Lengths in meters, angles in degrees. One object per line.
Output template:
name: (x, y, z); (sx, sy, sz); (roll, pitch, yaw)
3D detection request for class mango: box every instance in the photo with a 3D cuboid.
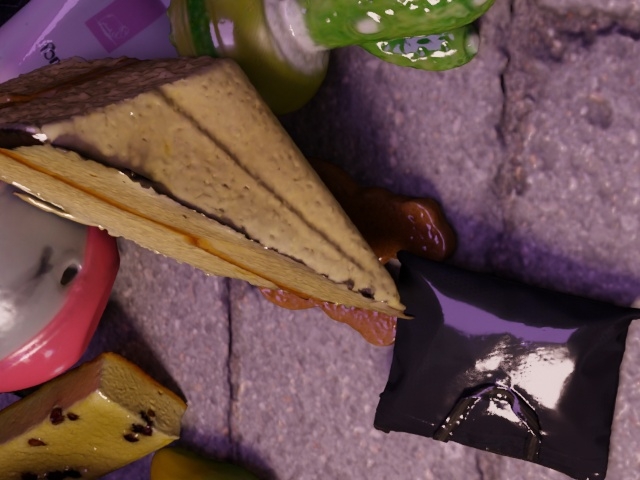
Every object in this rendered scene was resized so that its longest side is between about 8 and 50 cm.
mango: (-0.127, 0.325, 1.406); (0.191, 0.086, 0.122); (16, 119, 34)

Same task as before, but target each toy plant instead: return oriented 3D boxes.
toy plant: (0.026, -0.229, 1.132); (0.316, 0.224, 0.184); (-10, 53, 31)

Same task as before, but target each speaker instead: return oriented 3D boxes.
speaker: (-0.387, 0.027, 1.342); (0.294, 0.294, 0.294); (7, 105, 27)

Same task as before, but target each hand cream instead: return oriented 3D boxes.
hand cream: (-0.307, -0.212, 1.357); (0.359, 0.118, 0.185); (-26, 111, 28)

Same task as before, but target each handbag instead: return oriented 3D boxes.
handbag: (0.184, 0.135, 1.184); (0.254, 0.088, 0.211); (14, 112, 14)

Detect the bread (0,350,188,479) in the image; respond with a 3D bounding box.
bread: (-0.345, 0.261, 1.473); (0.361, 0.077, 0.138); (-30, 127, 30)

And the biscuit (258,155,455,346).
biscuit: (0.001, -0.001, 1.280); (0.295, 0.044, 0.185); (25, 109, 20)

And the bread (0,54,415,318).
bread: (-0.171, -0.019, 1.158); (0.346, 0.242, 0.404); (-6, 118, 55)

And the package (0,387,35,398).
package: (-0.458, 0.155, 1.472); (0.166, 0.232, 0.040); (33, 89, 25)

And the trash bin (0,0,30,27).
trash bin: (-0.462, -0.352, 1.390); (0.238, 0.161, 0.184); (46, 118, 20)
